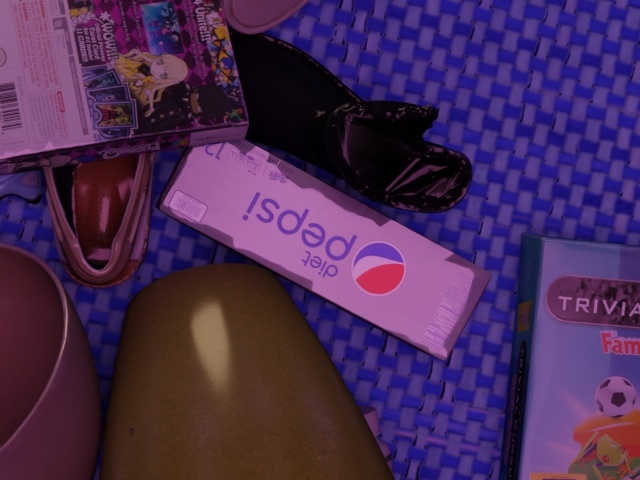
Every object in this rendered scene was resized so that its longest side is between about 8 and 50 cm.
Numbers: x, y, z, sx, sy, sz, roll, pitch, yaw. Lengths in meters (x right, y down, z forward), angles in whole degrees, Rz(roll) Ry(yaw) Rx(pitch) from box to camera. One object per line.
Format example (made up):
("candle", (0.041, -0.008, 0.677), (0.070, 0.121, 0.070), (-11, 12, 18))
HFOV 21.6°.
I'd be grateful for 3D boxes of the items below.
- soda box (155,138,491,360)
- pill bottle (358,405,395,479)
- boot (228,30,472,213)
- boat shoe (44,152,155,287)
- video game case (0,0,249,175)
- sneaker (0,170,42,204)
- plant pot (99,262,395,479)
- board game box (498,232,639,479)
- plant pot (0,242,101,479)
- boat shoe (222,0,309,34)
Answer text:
("soda box", (0.000, 0.000, 1.479), (0.286, 0.098, 0.091), (28, 88, -8))
("pill bottle", (0.029, 0.222, 1.504), (0.078, 0.078, 0.137), (-10, 94, -7))
("boot", (0.004, -0.105, 1.419), (0.246, 0.207, 0.094), (30, 89, -7))
("boat shoe", (-0.187, -0.111, 1.445), (0.113, 0.103, 0.302), (-5, 92, -5))
("video game case", (-0.184, -0.179, 1.391), (0.210, 0.042, 0.232), (-10, 73, -12))
("sneaker", (-0.317, -0.038, 1.454), (0.162, 0.063, 0.073), (-16, 98, -6))
("plant pot", (-0.072, 0.179, 1.387), (0.274, 0.275, 0.294), (-11, 64, -7))
("board game box", (0.298, 0.172, 1.536), (0.253, 0.079, 0.336), (5, 92, -8))
("plant pot", (-0.293, 0.168, 1.387), (0.284, 0.284, 0.191), (-34, 132, -5))
("boat shoe", (-0.005, -0.338, 1.476), (0.112, 0.095, 0.335), (28, 93, -44))
